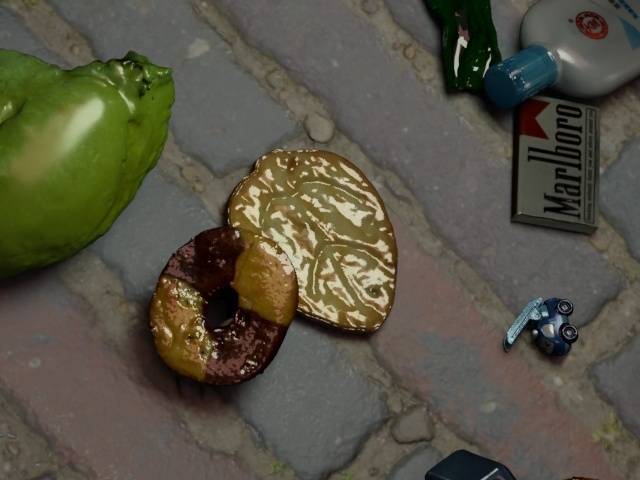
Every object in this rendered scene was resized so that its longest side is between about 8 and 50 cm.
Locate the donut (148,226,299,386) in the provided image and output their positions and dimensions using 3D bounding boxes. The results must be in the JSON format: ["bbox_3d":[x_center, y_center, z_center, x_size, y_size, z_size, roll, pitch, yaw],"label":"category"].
[{"bbox_3d":[-0.111,0.078,1.724,0.166,0.073,0.184,12,81,-1],"label":"donut"}]

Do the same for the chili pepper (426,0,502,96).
[{"bbox_3d":[0.192,-0.286,1.987,0.098,0.061,0.224,-7,69,-26],"label":"chili pepper"}]

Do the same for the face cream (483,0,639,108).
[{"bbox_3d":[0.353,-0.268,1.998,0.336,0.080,0.163,-30,71,-31],"label":"face cream"}]

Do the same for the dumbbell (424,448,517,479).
[{"bbox_3d":[0.093,0.372,1.650,0.325,0.160,0.144,-33,50,-25],"label":"dumbbell"}]

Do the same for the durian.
[{"bbox_3d":[-0.338,-0.084,1.688,0.256,0.204,0.340,24,72,9],"label":"durian"}]

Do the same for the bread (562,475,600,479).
[{"bbox_3d":[0.392,0.382,1.770,0.269,0.095,0.139,25,61,10],"label":"bread"}]

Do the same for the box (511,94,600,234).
[{"bbox_3d":[0.309,-0.099,1.959,0.115,0.036,0.177,10,67,-10],"label":"box"}]

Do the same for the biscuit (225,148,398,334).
[{"bbox_3d":[-0.002,0.002,1.828,0.203,0.041,0.260,-28,80,-27],"label":"biscuit"}]

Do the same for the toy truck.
[{"bbox_3d":[0.271,0.110,1.859,0.090,0.056,0.073,-6,66,-4],"label":"toy truck"}]
